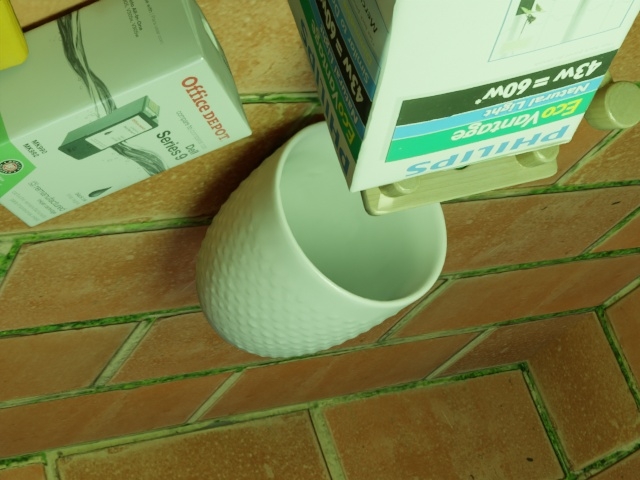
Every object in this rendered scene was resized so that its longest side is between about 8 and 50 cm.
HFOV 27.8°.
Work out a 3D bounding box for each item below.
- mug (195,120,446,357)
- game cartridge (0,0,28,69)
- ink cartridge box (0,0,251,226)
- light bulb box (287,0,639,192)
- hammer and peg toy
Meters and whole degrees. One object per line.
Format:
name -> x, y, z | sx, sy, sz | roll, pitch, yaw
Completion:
mug -> 0.000, 0.000, 1.862 | 0.374, 0.276, 0.328 | -43, -176, -41
game cartridge -> -0.439, -0.221, 1.175 | 0.285, 0.053, 0.324 | -18, 160, -6
ink cartridge box -> -0.245, -0.149, 1.422 | 0.289, 0.122, 0.211 | -23, 159, 4
light bulb box -> 0.093, -0.289, 1.066 | 0.225, 0.358, 0.361 | -14, 157, -12
hammer and peg toy -> 0.192, -0.193, 1.562 | 0.361, 0.266, 0.127 | -14, 180, -18
